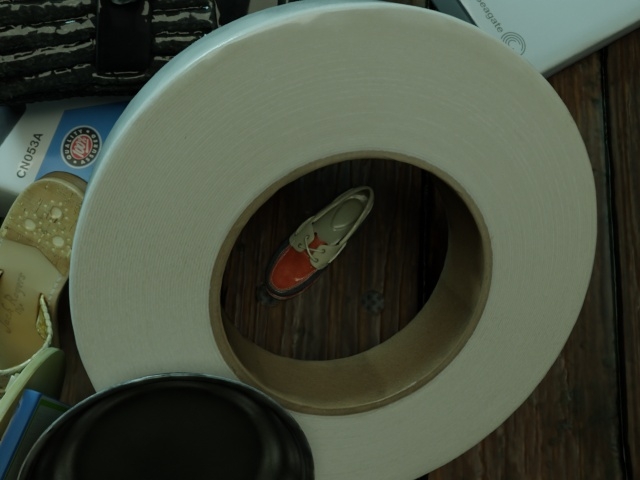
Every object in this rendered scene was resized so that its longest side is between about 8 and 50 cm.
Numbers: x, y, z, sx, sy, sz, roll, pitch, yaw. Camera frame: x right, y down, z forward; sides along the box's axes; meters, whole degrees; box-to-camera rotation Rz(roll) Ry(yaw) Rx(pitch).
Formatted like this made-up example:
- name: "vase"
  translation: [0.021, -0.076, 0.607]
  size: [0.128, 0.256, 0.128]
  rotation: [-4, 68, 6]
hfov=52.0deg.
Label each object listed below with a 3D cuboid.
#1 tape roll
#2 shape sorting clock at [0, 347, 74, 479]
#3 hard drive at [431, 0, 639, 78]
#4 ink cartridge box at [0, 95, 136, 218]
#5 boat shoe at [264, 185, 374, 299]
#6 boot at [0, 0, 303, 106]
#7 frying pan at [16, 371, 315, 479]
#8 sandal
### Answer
- name: "tape roll"
  translation: [0.017, 0.025, 0.490]
  size: [0.392, 0.072, 0.392]
  rotation: [-6, 114, -13]
- name: "shape sorting clock"
  translation: [-0.221, 0.170, 0.438]
  size: [0.040, 0.206, 0.206]
  rotation: [19, 75, -3]
- name: "hard drive"
  translation: [0.285, -0.332, 0.735]
  size: [0.353, 0.047, 0.233]
  rotation: [-30, 82, -13]
- name: "ink cartridge box"
  translation: [-0.277, -0.144, 0.570]
  size: [0.307, 0.129, 0.223]
  rotation: [18, 75, -4]
- name: "boat shoe"
  translation: [0.000, 0.000, 0.618]
  size: [0.137, 0.043, 0.049]
  rotation: [-43, 87, -14]
- name: "boot"
  translation: [-0.130, -0.265, 0.486]
  size: [0.260, 0.131, 0.348]
  rotation: [0, 78, -10]
- name: "frying pan"
  translation: [-0.064, 0.213, 0.480]
  size: [0.197, 0.053, 0.326]
  rotation: [-39, 117, 4]
- name: "sandal"
  translation: [-0.237, 0.063, 0.486]
  size: [0.088, 0.079, 0.240]
  rotation: [26, 111, -6]
